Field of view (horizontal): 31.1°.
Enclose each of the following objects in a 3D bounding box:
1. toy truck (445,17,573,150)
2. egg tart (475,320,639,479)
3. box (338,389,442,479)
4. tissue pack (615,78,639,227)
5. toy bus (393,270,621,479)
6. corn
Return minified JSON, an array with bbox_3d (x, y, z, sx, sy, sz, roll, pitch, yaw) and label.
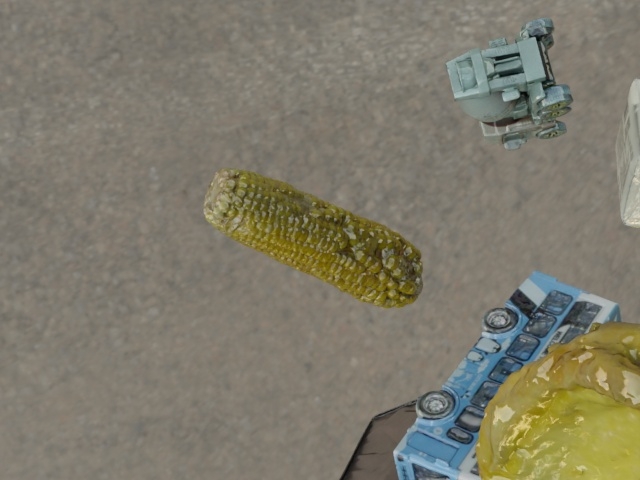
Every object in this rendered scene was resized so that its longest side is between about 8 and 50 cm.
[{"bbox_3d":[0.238,-0.191,1.464,0.140,0.256,0.108,-14,80,7],"label":"toy truck"},{"bbox_3d":[0.212,0.166,0.594,0.294,0.123,0.294,34,135,42],"label":"egg tart"},{"bbox_3d":[0.131,0.303,1.388,0.188,0.252,0.153,-24,101,28],"label":"box"},{"bbox_3d":[0.394,-0.097,1.309,0.099,0.149,0.106,7,133,5],"label":"tissue pack"},{"bbox_3d":[0.205,0.168,1.236,0.131,0.297,0.106,18,140,32],"label":"toy bus"},{"bbox_3d":[0.000,0.000,1.332,0.097,0.320,0.097,-29,49,40],"label":"corn"}]
